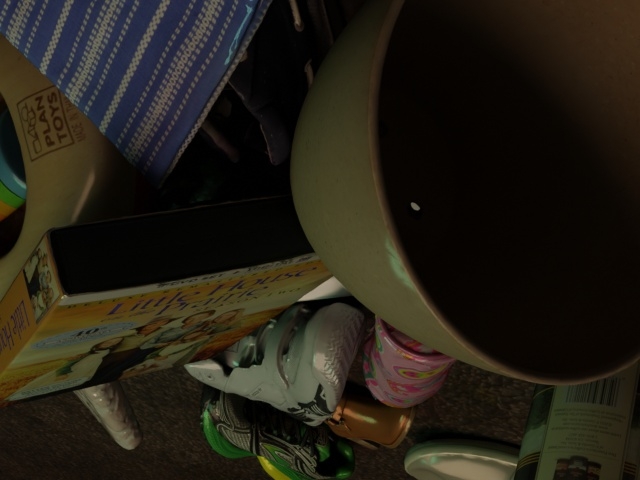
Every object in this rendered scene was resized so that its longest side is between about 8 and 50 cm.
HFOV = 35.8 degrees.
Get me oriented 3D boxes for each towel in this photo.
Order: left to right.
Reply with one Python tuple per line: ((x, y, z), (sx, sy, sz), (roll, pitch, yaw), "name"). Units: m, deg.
((-0.398, 0.135, 1.473), (0.317, 0.053, 0.332), (40, 159, 31), "towel")
((-0.202, -0.223, 0.756), (0.336, 0.040, 0.243), (45, 135, 5), "towel")

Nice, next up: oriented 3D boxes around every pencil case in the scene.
((0.109, 0.118, 1.167), (0.124, 0.124, 0.284), (18, 162, 4), "pencil case")

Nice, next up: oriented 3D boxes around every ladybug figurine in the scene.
((-0.292, -0.080, 1.035), (0.162, 0.305, 0.449), (-13, 177, -43), "ladybug figurine")

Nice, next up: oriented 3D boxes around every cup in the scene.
((0.107, -0.058, 0.779), (0.331, 0.331, 0.237), (37, 157, -24), "cup")

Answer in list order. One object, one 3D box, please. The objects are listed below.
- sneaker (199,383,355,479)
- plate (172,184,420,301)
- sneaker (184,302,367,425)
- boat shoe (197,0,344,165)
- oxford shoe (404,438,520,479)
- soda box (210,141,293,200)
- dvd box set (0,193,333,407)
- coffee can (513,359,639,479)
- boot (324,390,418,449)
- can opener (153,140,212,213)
((-0.066, 0.300, 1.613), (0.146, 0.134, 0.343), (-14, 144, 34), "sneaker")
((0.000, 0.000, 1.077), (0.277, 0.045, 0.278), (-8, 157, 14), "plate")
((-0.067, 0.147, 1.312), (0.210, 0.137, 0.366), (20, 160, 0), "sneaker")
((-0.076, -0.207, 0.778), (0.127, 0.158, 0.340), (3, 145, 28), "boat shoe")
((0.343, 0.424, 1.540), (0.449, 0.130, 0.169), (19, 151, 6), "oxford shoe")
((-0.069, -0.053, 1.105), (0.058, 0.063, 0.183), (30, 147, -18), "soda box")
((-0.166, 0.068, 0.984), (0.307, 0.062, 0.420), (-10, 165, -33), "dvd box set")
((0.335, 0.287, 1.185), (0.201, 0.275, 0.201), (16, 148, 10), "coffee can")
((0.052, 0.255, 1.506), (0.152, 0.073, 0.197), (31, 145, -8), "boot")
((-0.201, -0.059, 1.188), (0.093, 0.074, 0.280), (56, 147, 10), "can opener")
